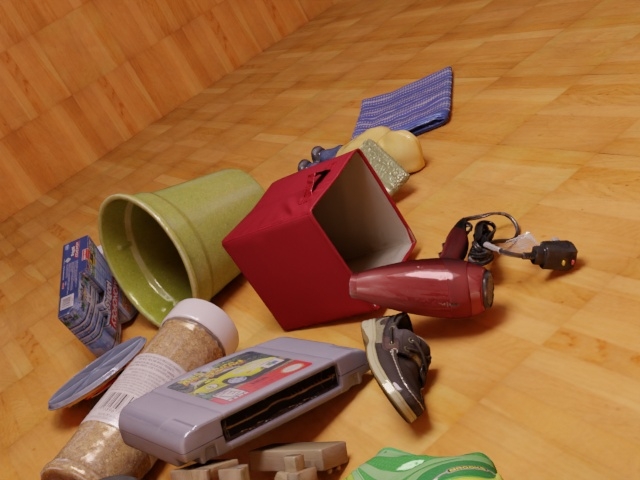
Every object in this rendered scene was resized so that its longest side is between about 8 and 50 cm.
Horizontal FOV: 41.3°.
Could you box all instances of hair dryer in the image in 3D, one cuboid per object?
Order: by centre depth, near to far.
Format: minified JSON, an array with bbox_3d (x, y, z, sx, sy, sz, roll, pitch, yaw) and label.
[{"bbox_3d":[0.181,0.042,1.171,0.294,0.080,0.223,-13,16,-15],"label":"hair dryer"}]

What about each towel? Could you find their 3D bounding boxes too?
[{"bbox_3d":[0.096,-0.120,1.590,0.110,0.027,0.148,-50,47,6],"label":"towel"},{"bbox_3d":[0.184,-0.300,1.944,0.243,0.040,0.336,-20,24,20],"label":"towel"}]

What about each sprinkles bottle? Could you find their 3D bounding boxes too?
[{"bbox_3d":[-0.250,0.236,1.233,0.121,0.121,0.355,-12,28,36],"label":"sprinkles bottle"}]

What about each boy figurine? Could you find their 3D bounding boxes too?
[{"bbox_3d":[0.093,-0.171,1.717,0.285,0.092,0.177,-8,31,40],"label":"boy figurine"}]

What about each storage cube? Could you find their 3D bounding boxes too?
[{"bbox_3d":[0.000,0.000,1.323,0.193,0.215,0.183,-18,25,39],"label":"storage cube"}]

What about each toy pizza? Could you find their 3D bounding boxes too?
[{"bbox_3d":[-0.381,0.236,1.473,0.201,0.032,0.201,-32,11,7],"label":"toy pizza"}]

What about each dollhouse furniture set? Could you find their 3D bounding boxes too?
[{"bbox_3d":[-0.062,0.310,0.981,0.144,0.123,0.151,-12,-6,36],"label":"dollhouse furniture set"}]

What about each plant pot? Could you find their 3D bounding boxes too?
[{"bbox_3d":[-0.228,-0.007,1.585,0.276,0.276,0.254,-2,23,48],"label":"plant pot"}]

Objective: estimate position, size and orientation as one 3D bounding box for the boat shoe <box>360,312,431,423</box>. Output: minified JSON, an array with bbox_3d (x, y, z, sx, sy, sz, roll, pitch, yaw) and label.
[{"bbox_3d":[0.101,0.145,1.064,0.073,0.080,0.223,-32,18,5],"label":"boat shoe"}]

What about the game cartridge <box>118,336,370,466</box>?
[{"bbox_3d":[-0.103,0.198,1.107,0.294,0.060,0.196,-20,9,-37],"label":"game cartridge"}]

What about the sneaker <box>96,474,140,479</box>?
[{"bbox_3d":[-0.323,0.402,1.022,0.270,0.090,0.145,-31,23,6],"label":"sneaker"}]

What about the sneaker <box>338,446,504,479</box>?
[{"bbox_3d":[0.048,0.280,0.845,0.296,0.109,0.123,-17,11,22],"label":"sneaker"}]

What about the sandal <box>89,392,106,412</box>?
[{"bbox_3d":[-0.313,0.246,1.380,0.180,0.049,0.072,-18,25,27],"label":"sandal"}]

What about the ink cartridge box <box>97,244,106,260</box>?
[{"bbox_3d":[-0.396,0.068,1.723,0.179,0.145,0.045,-17,28,27],"label":"ink cartridge box"}]

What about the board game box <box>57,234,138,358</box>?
[{"bbox_3d":[-0.419,0.124,1.627,0.060,0.194,0.194,-23,44,9],"label":"board game box"}]
